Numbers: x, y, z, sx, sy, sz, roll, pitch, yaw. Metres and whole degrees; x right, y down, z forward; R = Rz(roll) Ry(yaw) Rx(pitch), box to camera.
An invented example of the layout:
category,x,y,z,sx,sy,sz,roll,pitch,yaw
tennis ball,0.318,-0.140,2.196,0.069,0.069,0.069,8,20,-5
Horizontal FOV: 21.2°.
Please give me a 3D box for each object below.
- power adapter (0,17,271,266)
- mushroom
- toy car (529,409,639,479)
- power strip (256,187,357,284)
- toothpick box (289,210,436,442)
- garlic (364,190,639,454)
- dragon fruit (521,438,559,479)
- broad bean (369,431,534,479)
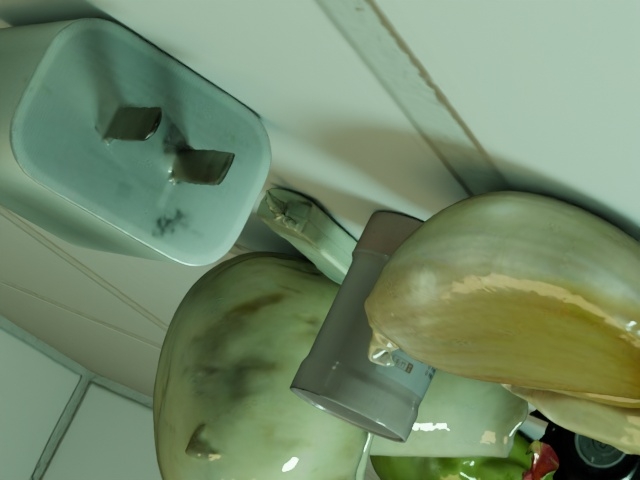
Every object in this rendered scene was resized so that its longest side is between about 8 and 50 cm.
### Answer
category,x,y,z,sx,sy,sz,roll,pitch,yaw
power adapter,-0.146,-0.069,1.194,0.187,0.124,0.255,30,167,-29
mushroom,0.014,0.157,1.572,0.336,0.314,0.314,5,170,-4
toy car,0.317,0.181,1.315,0.301,0.118,0.193,20,176,25
power strip,0.000,0.000,1.408,0.047,0.030,0.191,20,168,34
toothpick box,0.051,0.065,1.286,0.098,0.149,0.098,25,169,5
garlic,0.143,0.042,1.111,0.228,0.110,0.217,10,152,19
dragon fruit,0.270,0.240,1.783,0.116,0.086,0.081,8,122,37
broad bean,0.173,0.271,2.041,0.238,0.119,0.291,16,171,4
